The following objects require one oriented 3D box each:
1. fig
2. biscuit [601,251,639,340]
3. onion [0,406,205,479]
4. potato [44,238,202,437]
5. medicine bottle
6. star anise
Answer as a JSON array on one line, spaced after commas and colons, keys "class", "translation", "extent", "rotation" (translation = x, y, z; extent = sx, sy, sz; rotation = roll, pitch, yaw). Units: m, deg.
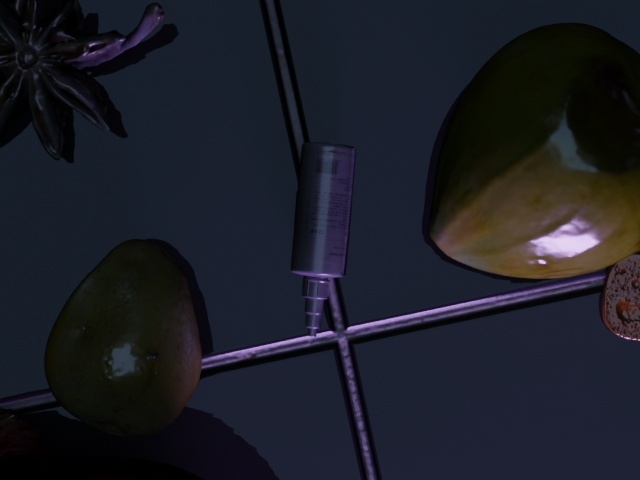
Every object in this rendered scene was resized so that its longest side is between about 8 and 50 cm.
[{"class": "fig", "translation": [0.220, -0.077, 1.697], "extent": [0.271, 0.239, 0.239], "rotation": [-32, 90, 16]}, {"class": "biscuit", "translation": [0.330, 0.058, 1.797], "extent": [0.078, 0.015, 0.091], "rotation": [11, 91, -1]}, {"class": "onion", "translation": [-0.241, 0.317, 1.667], "extent": [0.398, 0.398, 0.420], "rotation": [-22, 61, 1]}, {"class": "potato", "translation": [-0.191, 0.098, 1.754], "extent": [0.157, 0.157, 0.194], "rotation": [13, 78, 1]}, {"class": "medicine bottle", "translation": [0.000, 0.000, 1.782], "extent": [0.058, 0.057, 0.199], "rotation": [4, 91, 1]}, {"class": "star anise", "translation": [-0.273, -0.189, 1.771], "extent": [0.231, 0.089, 0.209], "rotation": [7, 102, 7]}]
